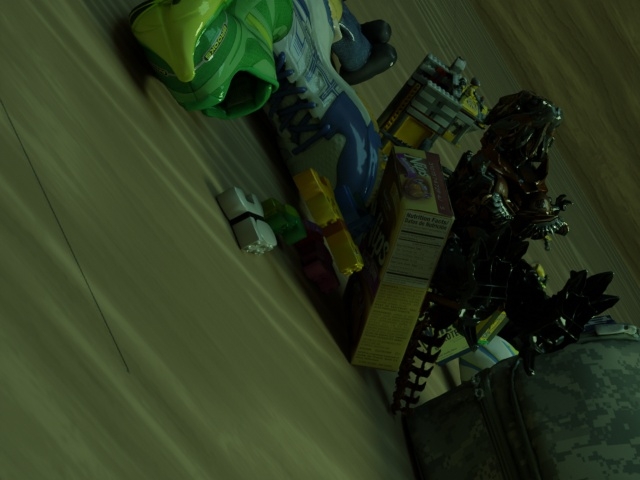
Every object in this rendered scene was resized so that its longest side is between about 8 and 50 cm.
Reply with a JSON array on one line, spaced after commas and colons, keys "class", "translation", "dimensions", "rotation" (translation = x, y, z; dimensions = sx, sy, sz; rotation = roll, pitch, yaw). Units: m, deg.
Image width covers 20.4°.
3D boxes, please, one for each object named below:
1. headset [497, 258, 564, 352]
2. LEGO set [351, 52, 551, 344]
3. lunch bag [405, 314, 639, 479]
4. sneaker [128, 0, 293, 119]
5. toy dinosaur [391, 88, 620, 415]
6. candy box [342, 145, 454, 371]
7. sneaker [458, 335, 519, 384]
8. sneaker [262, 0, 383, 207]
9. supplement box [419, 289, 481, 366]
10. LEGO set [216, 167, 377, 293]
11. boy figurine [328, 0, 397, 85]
[{"class": "headset", "translation": [0.251, 0.172, 2.209], "dimensions": [0.243, 0.185, 0.394], "rotation": [-106, 179, -51]}, {"class": "LEGO set", "translation": [0.158, -0.062, 1.953], "dimensions": [0.255, 0.192, 0.331], "rotation": [36, 24, -4]}, {"class": "lunch bag", "translation": [0.251, 0.247, 1.723], "dimensions": [0.212, 0.256, 0.305], "rotation": [50, 18, -43]}, {"class": "sneaker", "translation": [-0.092, -0.171, 1.600], "dimensions": [0.295, 0.109, 0.123], "rotation": [-39, 113, -71]}, {"class": "toy dinosaur", "translation": [0.161, 0.021, 1.714], "dimensions": [0.218, 0.164, 0.322], "rotation": [-139, -128, -58]}, {"class": "candy box", "translation": [0.071, 0.018, 1.683], "dimensions": [0.053, 0.187, 0.109], "rotation": [11, 33, -12]}, {"class": "sneaker", "translation": [0.212, 0.215, 1.989], "dimensions": [0.240, 0.091, 0.126], "rotation": [66, 15, 9]}, {"class": "sneaker", "translation": [-0.037, -0.152, 1.783], "dimensions": [0.131, 0.112, 0.296], "rotation": [14, 47, -50]}, {"class": "supplement box", "translation": [0.137, 0.081, 2.030], "dimensions": [0.083, 0.056, 0.083], "rotation": [56, 16, -29]}, {"class": "LEGO set", "translation": [0.000, 0.000, 1.618], "dimensions": [0.093, 0.087, 0.227], "rotation": [67, 15, 16]}, {"class": "boy figurine", "translation": [-0.007, -0.327, 2.193], "dimensions": [0.285, 0.092, 0.177], "rotation": [56, 18, -40]}]
